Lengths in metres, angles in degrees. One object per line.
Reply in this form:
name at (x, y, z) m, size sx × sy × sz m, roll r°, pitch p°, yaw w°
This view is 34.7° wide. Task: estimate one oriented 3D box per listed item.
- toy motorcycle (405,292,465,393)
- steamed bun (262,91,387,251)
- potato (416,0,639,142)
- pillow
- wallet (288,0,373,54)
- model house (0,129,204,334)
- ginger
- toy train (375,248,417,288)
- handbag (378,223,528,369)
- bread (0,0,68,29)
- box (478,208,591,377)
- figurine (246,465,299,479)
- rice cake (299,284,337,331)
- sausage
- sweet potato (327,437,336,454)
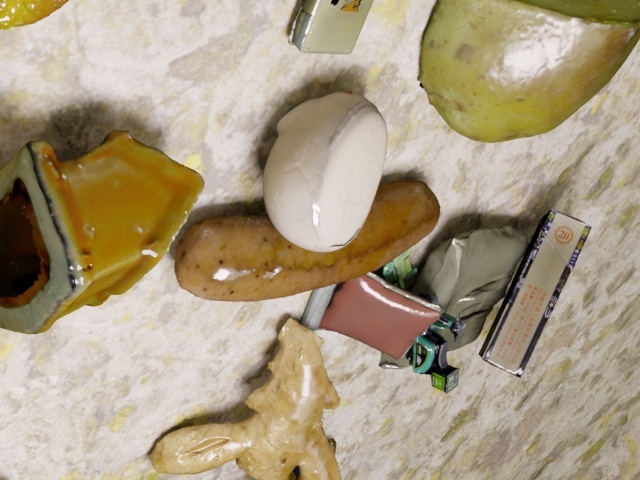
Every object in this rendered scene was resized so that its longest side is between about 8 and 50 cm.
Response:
toy motorcycle at (0.203, 0.174, 1.797) m, size 0.058 × 0.100 × 0.173 m, roll -25°, pitch 126°, yaw -45°
steamed bun at (0.000, -0.100, 1.413) m, size 0.177 × 0.131 × 0.228 m, roll 44°, pitch 65°, yaw -58°
potato at (0.324, -0.248, 1.529) m, size 0.330 × 0.213 × 0.280 m, roll -14°, pitch 135°, yaw -34°
pillow at (0.098, 0.124, 1.754) m, size 0.179 × 0.075 × 0.171 m, roll 25°, pitch 134°, yaw -11°
wallet at (0.023, -0.313, 1.309) m, size 0.110 × 0.039 × 0.155 m, roll -9°, pitch 133°, yaw -44°
model house at (-0.277, -0.016, 1.244) m, size 0.239 × 0.173 × 0.268 m, roll -26°, pitch 175°, yaw -44°
ginger at (-0.050, 0.345, 1.751) m, size 0.363 × 0.122 × 0.348 m, roll 39°, pitch 103°, yaw -14°
toy train at (0.124, 0.044, 1.780) m, size 0.081 × 0.050 × 0.122 m, roll -43°, pitch 146°, yaw -16°
handbag at (0.252, 0.097, 1.912) m, size 0.253 × 0.109 × 0.315 m, roll -10°, pitch 133°, yaw -45°
bread at (-0.273, -0.313, 0.891) m, size 0.246 × 0.176 × 0.195 m, roll -51°, pitch 147°, yaw 10°
box at (0.402, 0.102, 1.945) m, size 0.310 × 0.084 × 0.198 m, roll -65°, pitch 172°, yaw -1°
figurine at (-0.125, 0.525, 1.957) m, size 0.158 × 0.161 × 0.275 m, roll 28°, pitch 105°, yaw -26°
rice cake at (0.008, 0.080, 1.710) m, size 0.033 × 0.033 × 0.207 m, roll 3°, pitch 127°, yaw -31°
sausage at (0.001, 0.003, 1.542) m, size 0.501 × 0.136 × 0.123 m, roll -13°, pitch 167°, yaw -37°
sweet potato at (-0.025, 0.519, 2.109) m, size 0.075 × 0.075 × 0.269 m, roll -6°, pitch 121°, yaw -41°
